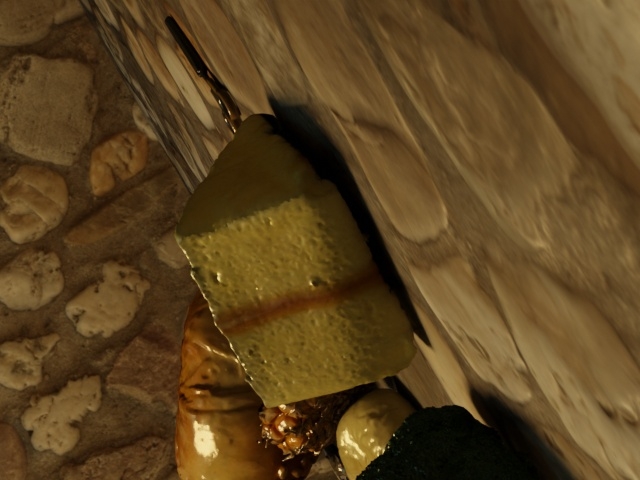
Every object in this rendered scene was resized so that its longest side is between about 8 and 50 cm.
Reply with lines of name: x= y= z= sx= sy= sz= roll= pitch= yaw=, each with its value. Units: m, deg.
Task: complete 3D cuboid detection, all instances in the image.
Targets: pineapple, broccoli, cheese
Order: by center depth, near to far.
broccoli: x=0.136 y=0.289 z=1.160 sx=0.254 sy=0.269 sz=0.269 roll=-26 pitch=96 yaw=46
cheese: x=0.116 y=0.314 z=1.639 sx=0.214 sy=0.117 sz=0.226 roll=43 pitch=158 yaw=46
pineapple: x=0.006 y=0.219 z=1.687 sx=0.076 sy=0.225 sz=0.224 roll=39 pitch=163 yaw=30

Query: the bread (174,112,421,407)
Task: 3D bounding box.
bread: x=0.000 y=0.000 z=1.327 sx=0.236 sy=0.199 sz=0.263 roll=-71 pitch=-38 yaw=-54

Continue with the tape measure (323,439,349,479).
tape measure: x=0.071 y=0.355 z=2.074 sx=0.236 sy=0.120 sz=0.197 roll=39 pitch=154 yaw=62

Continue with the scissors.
scissors: x=-0.164 y=-0.235 z=1.698 sx=0.220 sy=0.017 sz=0.088 roll=56 pitch=173 yaw=26

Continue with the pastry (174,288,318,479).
pastry: x=-0.106 y=0.238 z=1.981 sx=0.409 sy=0.245 sz=0.409 roll=-175 pitch=90 yaw=-85
